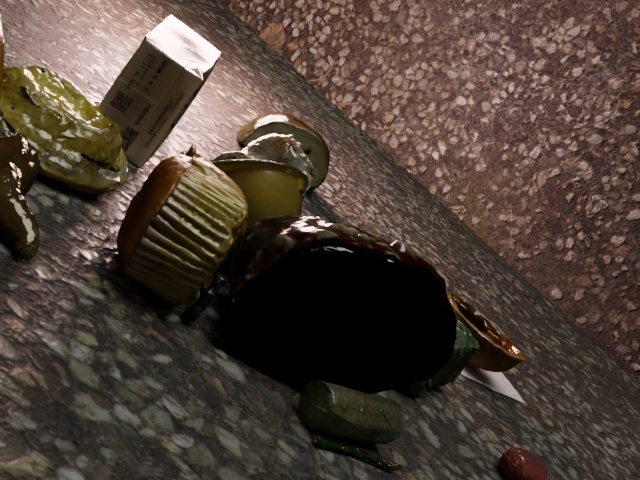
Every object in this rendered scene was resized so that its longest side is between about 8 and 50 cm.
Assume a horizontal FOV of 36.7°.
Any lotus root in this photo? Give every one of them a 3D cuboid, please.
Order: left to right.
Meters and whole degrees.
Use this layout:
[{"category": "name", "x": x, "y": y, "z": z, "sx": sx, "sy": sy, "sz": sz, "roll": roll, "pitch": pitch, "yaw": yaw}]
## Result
[{"category": "lotus root", "x": -0.073, "y": -0.217, "z": 2.256, "sx": 0.234, "sy": 0.138, "sz": 0.119, "roll": 30, "pitch": 6, "yaw": -12}]

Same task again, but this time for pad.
[{"category": "pad", "x": 0.327, "y": 0.263, "z": 2.026, "sx": 0.232, "sy": 0.004, "sz": 0.156, "roll": 28, "pitch": 19, "yaw": -38}]

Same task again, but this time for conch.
[{"category": "conch", "x": -0.113, "y": -0.106, "z": 1.771, "sx": 0.245, "sy": 0.163, "sz": 0.178, "roll": -8, "pitch": 23, "yaw": -30}]

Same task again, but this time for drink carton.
[{"category": "drink carton", "x": -0.293, "y": -0.277, "z": 1.738, "sx": 0.132, "sy": 0.194, "sz": 0.324, "roll": 35, "pitch": 16, "yaw": -11}]

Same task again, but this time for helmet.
[{"category": "helmet", "x": -0.126, "y": -0.029, "z": 1.507, "sx": 0.205, "sy": 0.257, "sz": 0.140, "roll": 6, "pitch": 73, "yaw": -25}]

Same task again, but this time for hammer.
[{"category": "hammer", "x": -0.165, "y": 0.058, "z": 1.337, "sx": 0.021, "sy": 0.078, "sz": 0.201, "roll": 37, "pitch": 4, "yaw": -15}]

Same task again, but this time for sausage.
[{"category": "sausage", "x": 0.341, "y": 0.381, "z": 1.609, "sx": 0.094, "sy": 0.054, "sz": 0.059, "roll": 32, "pitch": 16, "yaw": -24}]

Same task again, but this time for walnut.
[{"category": "walnut", "x": 0.315, "y": 0.204, "z": 1.984, "sx": 0.211, "sy": 0.087, "sz": 0.167, "roll": 44, "pitch": 11, "yaw": 21}]

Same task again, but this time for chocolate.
[{"category": "chocolate", "x": 0.014, "y": 0.075, "z": 1.382, "sx": 0.340, "sy": 0.225, "sz": 0.210, "roll": 13, "pitch": 19, "yaw": -20}]

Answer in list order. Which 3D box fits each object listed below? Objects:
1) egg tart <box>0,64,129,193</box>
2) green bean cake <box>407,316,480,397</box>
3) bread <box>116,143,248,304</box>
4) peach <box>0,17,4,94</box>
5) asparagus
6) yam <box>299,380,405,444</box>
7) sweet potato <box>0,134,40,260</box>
[{"category": "egg tart", "x": -0.388, "y": -0.178, "z": 1.415, "sx": 0.279, "sy": 0.095, "sz": 0.279, "roll": 37, "pitch": 16, "yaw": -13}, {"category": "green bean cake", "x": 0.150, "y": 0.160, "z": 1.682, "sx": 0.222, "sy": 0.125, "sz": 0.227, "roll": 46, "pitch": 21, "yaw": 25}, {"category": "bread", "x": -0.188, "y": -0.027, "z": 1.289, "sx": 0.133, "sy": 0.179, "sz": 0.250, "roll": 31, "pitch": 16, "yaw": -13}, {"category": "peach", "x": -0.444, "y": -0.189, "z": 0.929, "sx": 0.242, "sy": 0.306, "sz": 0.380, "roll": 35, "pitch": 9, "yaw": 10}, {"category": "asparagus", "x": 0.050, "y": 0.283, "z": 1.273, "sx": 0.162, "sy": 0.016, "sz": 0.016, "roll": 29, "pitch": -8, "yaw": -36}, {"category": "yam", "x": 0.045, "y": 0.234, "z": 1.301, "sx": 0.169, "sy": 0.068, "sz": 0.068, "roll": 22, "pitch": 22, "yaw": -47}, {"category": "sweet potato", "x": -0.378, "y": -0.065, "z": 1.173, "sx": 0.081, "sy": 0.062, "sz": 0.233, "roll": 32, "pitch": 19, "yaw": -32}]
